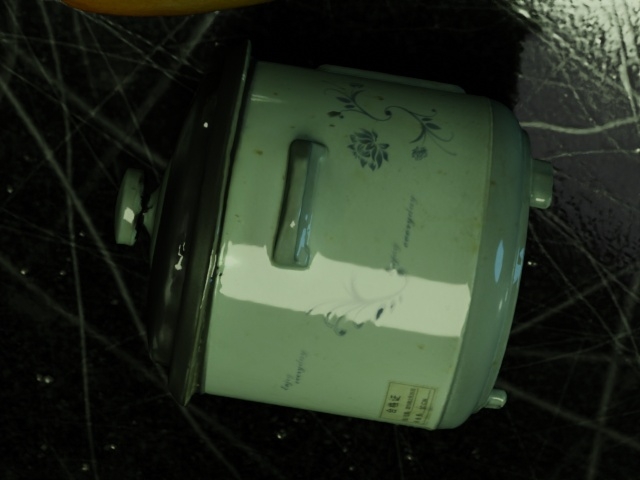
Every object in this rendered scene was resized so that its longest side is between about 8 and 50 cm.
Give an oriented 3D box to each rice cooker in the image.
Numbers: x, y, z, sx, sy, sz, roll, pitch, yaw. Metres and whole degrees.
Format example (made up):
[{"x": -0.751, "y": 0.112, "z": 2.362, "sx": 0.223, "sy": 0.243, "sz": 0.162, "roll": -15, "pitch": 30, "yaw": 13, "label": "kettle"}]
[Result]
[{"x": 0.000, "y": 0.000, "z": 1.130, "sx": 0.317, "sy": 0.316, "sz": 0.264, "roll": 8, "pitch": 80, "yaw": 2, "label": "rice cooker"}]

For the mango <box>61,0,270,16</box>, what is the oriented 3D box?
[{"x": -0.066, "y": -0.222, "z": 1.078, "sx": 0.289, "sy": 0.129, "sz": 0.146, "roll": 2, "pitch": 141, "yaw": 14, "label": "mango"}]
